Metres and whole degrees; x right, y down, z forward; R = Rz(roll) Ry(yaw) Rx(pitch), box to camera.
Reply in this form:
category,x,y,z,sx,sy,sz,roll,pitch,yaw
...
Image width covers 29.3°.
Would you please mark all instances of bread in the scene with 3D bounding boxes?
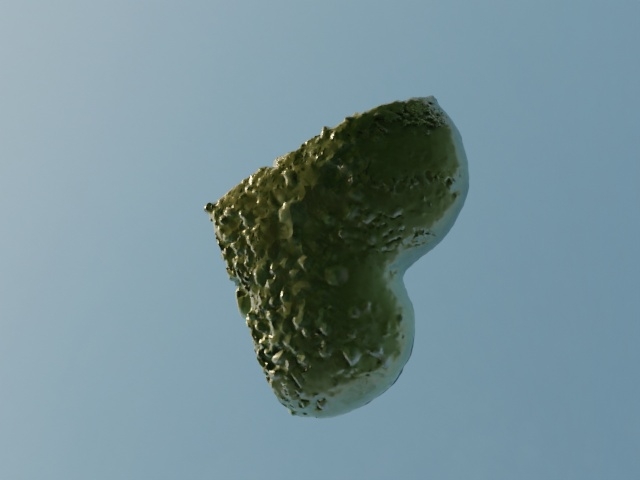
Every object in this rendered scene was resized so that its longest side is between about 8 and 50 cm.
category,x,y,z,sx,sy,sz,roll,pitch,yaw
bread,0.000,0.000,0.817,0.172,0.064,0.232,25,-82,28
